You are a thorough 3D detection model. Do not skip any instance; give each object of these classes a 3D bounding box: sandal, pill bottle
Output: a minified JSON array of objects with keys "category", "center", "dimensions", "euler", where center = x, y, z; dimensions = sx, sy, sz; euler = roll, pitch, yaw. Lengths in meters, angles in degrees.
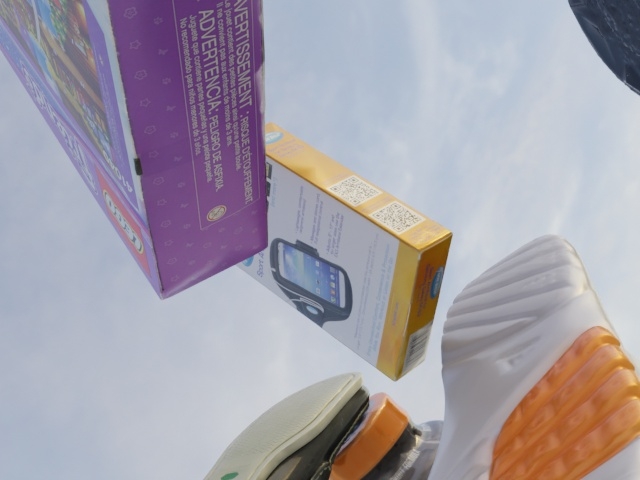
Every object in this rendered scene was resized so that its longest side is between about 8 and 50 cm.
[{"category":"sandal","center":[0.102,0.081,0.433],"dimensions":[0.076,0.102,0.265],"euler":[47,-156,-14]},{"category":"pill bottle","center":[0.105,0.234,0.851],"dimensions":[0.246,0.130,0.130],"euler":[44,-112,-4]}]

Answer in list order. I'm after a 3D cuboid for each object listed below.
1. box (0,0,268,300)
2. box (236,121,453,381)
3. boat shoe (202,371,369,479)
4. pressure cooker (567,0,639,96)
[{"category":"box","center":[-0.119,-0.142,0.436],"dimensions":[0.057,0.293,0.201],"euler":[-27,-28,-19]},{"category":"box","center":[0.000,0.000,0.529],"dimensions":[0.028,0.136,0.081],"euler":[-27,-41,-37]},{"category":"boat shoe","center":[-0.032,0.181,0.770],"dimensions":[0.233,0.084,0.079],"euler":[-46,-68,-42]},{"category":"pressure cooker","center":[0.555,-0.395,1.339],"dimensions":[0.421,0.370,0.375],"euler":[-31,-58,-11]}]
